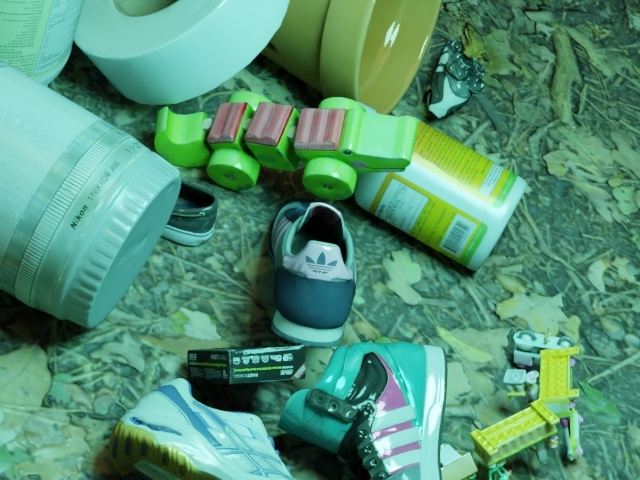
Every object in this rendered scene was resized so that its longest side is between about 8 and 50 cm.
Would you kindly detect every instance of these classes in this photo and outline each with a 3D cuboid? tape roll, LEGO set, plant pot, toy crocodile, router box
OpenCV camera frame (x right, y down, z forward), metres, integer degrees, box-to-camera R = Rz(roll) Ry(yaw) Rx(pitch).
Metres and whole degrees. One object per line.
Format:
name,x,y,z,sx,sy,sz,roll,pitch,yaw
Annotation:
tape roll,-0.179,-0.314,2.049,0.100,0.286,0.286,51,23,-44
LEGO set,0.242,0.226,1.880,0.132,0.107,0.287,7,38,32
plant pot,0.026,-0.329,2.179,0.203,0.291,0.291,21,40,18
toy crocodile,-0.044,-0.128,1.976,0.340,0.105,0.115,5,65,24
router box,-0.083,0.137,1.769,0.092,0.122,0.038,-1,87,-26

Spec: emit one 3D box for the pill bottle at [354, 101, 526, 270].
pill bottle,0.129,-0.077,2.064,0.245,0.136,0.136,30,43,4

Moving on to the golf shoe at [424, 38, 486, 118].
golf shoe,0.184,-0.229,2.290,0.077,0.094,0.198,40,16,-4

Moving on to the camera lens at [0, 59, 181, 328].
camera lens,-0.321,-0.055,1.765,0.274,0.219,0.219,30,43,4

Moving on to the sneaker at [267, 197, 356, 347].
sneaker,0.000,0.000,1.884,0.112,0.131,0.319,8,25,-8

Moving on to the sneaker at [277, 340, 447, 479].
sneaker,0.040,0.229,1.738,0.178,0.124,0.295,11,52,-6

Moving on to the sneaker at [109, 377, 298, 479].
sneaker,-0.070,0.243,1.676,0.296,0.112,0.131,33,43,6

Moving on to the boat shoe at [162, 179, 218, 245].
boat shoe,-0.230,-0.067,1.926,0.228,0.076,0.080,25,43,-2

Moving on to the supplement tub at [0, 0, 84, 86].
supplement tub,-0.395,-0.316,1.906,0.235,0.325,0.235,13,44,-14

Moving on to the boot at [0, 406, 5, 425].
boot,-0.349,0.242,1.561,0.262,0.095,0.203,27,41,4
